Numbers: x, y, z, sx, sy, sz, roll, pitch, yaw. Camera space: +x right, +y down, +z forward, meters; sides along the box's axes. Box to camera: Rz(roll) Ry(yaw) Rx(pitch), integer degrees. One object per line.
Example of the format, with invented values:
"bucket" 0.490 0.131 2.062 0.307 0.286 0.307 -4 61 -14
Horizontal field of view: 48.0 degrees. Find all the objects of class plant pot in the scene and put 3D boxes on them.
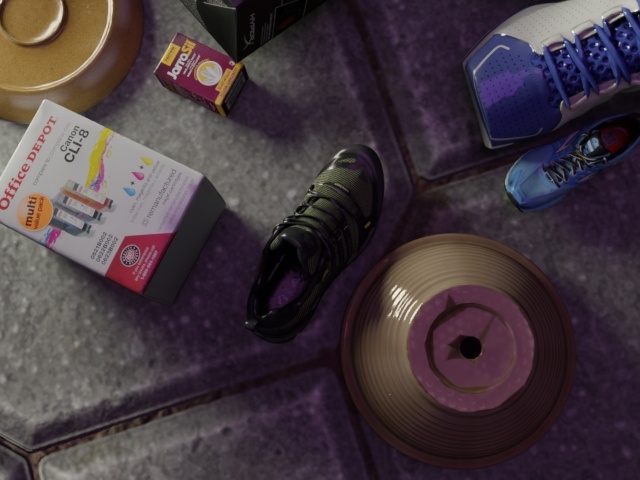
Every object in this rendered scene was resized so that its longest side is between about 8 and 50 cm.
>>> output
"plant pot" 0.137 0.104 0.693 0.237 0.110 0.237 0 81 1
"plant pot" -0.317 -0.248 0.801 0.236 0.032 0.236 0 81 1

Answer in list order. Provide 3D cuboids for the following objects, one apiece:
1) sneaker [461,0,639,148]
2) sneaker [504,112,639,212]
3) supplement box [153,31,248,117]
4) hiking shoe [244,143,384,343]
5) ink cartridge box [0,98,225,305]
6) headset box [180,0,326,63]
"sneaker" 0.301 -0.198 0.685 0.316 0.182 0.127 -23 100 -1
"sneaker" 0.261 -0.088 0.736 0.162 0.073 0.063 -33 82 -4
"supplement box" -0.128 -0.179 0.778 0.083 0.043 0.055 26 83 6
"hiking shoe" 0.000 0.000 0.710 0.086 0.114 0.226 27 83 5
"ink cartridge box" -0.208 -0.033 0.715 0.176 0.127 0.128 26 83 6
"headset box" -0.042 -0.365 0.756 0.293 0.110 0.218 -40 82 -15
